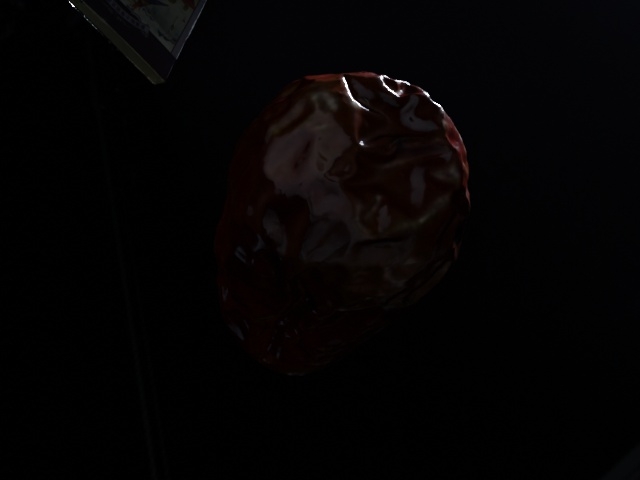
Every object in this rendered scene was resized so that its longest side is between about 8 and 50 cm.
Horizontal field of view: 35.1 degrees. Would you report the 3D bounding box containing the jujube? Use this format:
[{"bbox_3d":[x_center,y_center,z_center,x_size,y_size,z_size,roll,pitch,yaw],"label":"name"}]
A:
[{"bbox_3d":[0.000,0.000,0.930,0.342,0.216,0.216,117,-38,-55],"label":"jujube"}]

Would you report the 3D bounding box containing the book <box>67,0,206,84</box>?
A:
[{"bbox_3d":[-0.161,-0.289,0.992,0.026,0.157,0.231,-7,-129,43],"label":"book"}]
